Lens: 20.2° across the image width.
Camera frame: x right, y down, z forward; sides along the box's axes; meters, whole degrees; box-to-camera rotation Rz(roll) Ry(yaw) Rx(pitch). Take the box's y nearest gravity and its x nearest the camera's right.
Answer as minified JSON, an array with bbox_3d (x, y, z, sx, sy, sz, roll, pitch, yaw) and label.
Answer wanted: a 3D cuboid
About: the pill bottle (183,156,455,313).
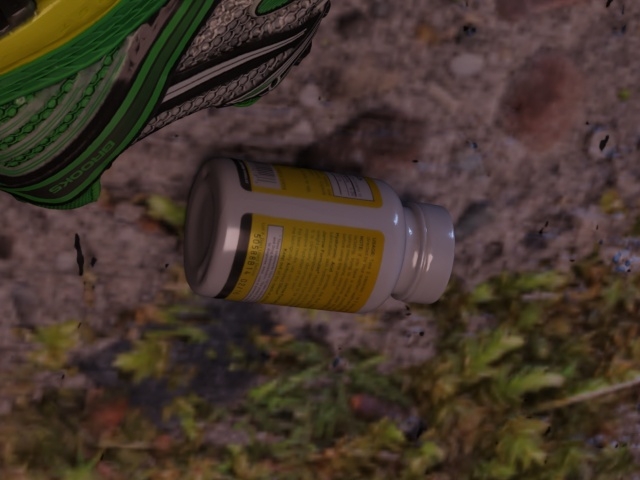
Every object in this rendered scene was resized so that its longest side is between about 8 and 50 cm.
[{"bbox_3d":[0.000,0.000,0.828,0.116,0.065,0.065,7,110,-19],"label":"pill bottle"}]

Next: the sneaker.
[{"bbox_3d":[-0.029,-0.149,0.740,0.343,0.134,0.146,-36,143,-4],"label":"sneaker"}]
